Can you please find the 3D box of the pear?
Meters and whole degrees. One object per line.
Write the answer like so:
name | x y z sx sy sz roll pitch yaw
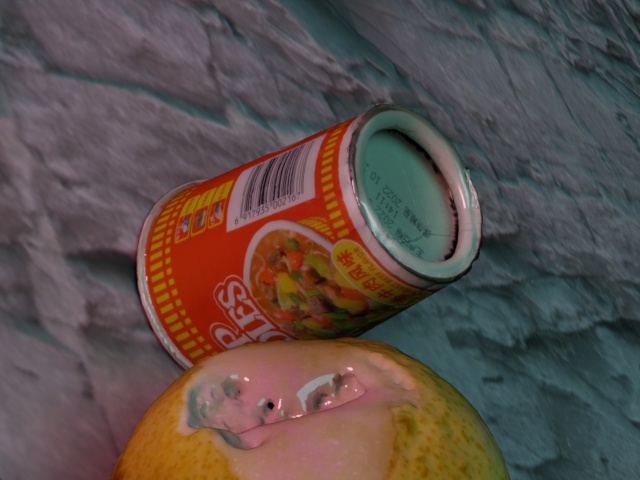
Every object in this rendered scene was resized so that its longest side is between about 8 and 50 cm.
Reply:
pear | -0.007 0.178 0.585 0.271 0.271 0.271 20 58 -36

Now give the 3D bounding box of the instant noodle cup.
instant noodle cup | 0.000 0.000 0.698 0.193 0.212 0.193 21 57 -36
